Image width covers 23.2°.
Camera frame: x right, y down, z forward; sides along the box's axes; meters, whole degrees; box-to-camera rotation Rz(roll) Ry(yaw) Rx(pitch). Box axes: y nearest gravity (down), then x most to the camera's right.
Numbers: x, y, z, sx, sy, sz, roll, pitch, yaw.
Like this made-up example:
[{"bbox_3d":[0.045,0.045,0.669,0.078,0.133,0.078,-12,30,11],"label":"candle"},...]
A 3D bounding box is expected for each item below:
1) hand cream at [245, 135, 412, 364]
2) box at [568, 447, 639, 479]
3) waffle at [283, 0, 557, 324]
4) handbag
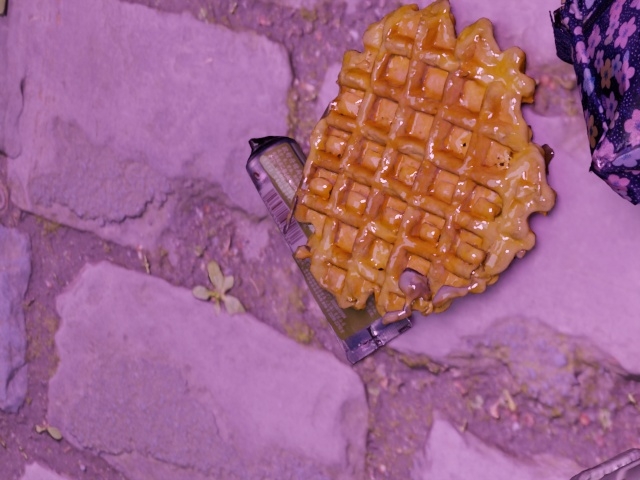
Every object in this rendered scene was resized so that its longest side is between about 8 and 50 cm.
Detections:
[{"bbox_3d":[0.000,0.000,1.487,0.086,0.055,0.235,-37,80,38],"label":"hand cream"},{"bbox_3d":[0.347,0.270,1.152,0.182,0.175,0.312,-36,74,32],"label":"box"},{"bbox_3d":[0.083,-0.067,1.374,0.280,0.060,0.262,-27,74,34],"label":"waffle"},{"bbox_3d":[0.275,-0.148,1.124,0.228,0.126,0.208,-31,46,32],"label":"handbag"}]
